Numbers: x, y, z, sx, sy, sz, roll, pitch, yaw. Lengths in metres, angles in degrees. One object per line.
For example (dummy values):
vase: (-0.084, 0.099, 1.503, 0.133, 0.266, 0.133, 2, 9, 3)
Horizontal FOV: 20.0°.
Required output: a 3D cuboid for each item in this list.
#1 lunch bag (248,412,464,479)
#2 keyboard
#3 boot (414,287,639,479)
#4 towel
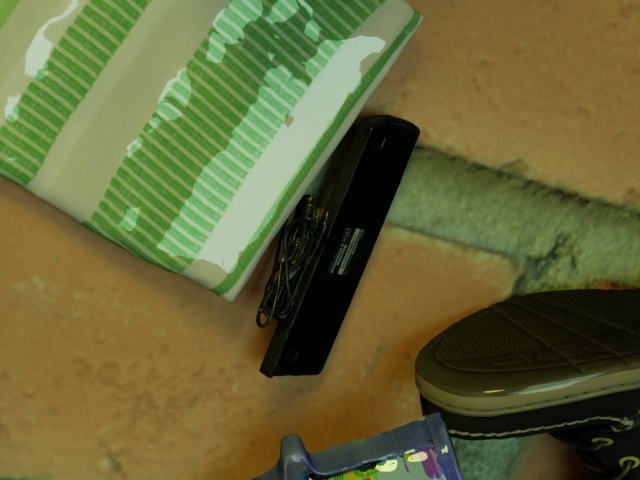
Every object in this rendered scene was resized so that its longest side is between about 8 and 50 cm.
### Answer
lunch bag: (0.018, 0.268, 1.261, 0.221, 0.138, 0.293, -19, 113, -1)
keyboard: (0.000, 0.000, 1.224, 0.100, 0.038, 0.192, 8, 105, -61)
boot: (0.226, 0.180, 1.388, 0.377, 0.138, 0.284, -11, 116, -36)
towel: (-0.103, -0.127, 1.087, 0.325, 0.038, 0.248, 34, 90, -39)
